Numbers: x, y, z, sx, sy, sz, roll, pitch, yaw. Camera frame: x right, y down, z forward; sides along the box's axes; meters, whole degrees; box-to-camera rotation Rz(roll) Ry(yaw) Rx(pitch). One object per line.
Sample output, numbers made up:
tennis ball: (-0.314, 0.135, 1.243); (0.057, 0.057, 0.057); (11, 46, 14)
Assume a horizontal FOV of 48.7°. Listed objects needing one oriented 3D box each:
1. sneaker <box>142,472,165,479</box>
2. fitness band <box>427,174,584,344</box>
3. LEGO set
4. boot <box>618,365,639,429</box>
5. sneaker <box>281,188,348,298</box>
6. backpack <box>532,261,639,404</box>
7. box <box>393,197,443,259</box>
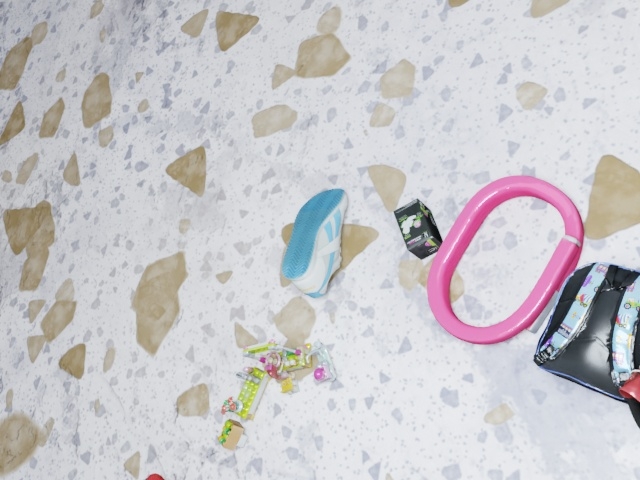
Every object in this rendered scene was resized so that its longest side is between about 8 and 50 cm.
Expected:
sneaker: (-0.219, 0.506, 1.305); (0.279, 0.107, 0.118); (27, 70, 35)
fitness band: (0.293, 0.032, 1.142); (0.209, 0.054, 0.291); (31, 91, 38)
LEGO set: (-0.115, 0.263, 1.300); (0.287, 0.107, 0.132); (-38, 55, 17)
boot: (0.446, 0.120, 0.877); (0.088, 0.176, 0.245); (-173, 76, -71)
sneaker: (0.000, 0.000, 1.339); (0.087, 0.092, 0.229); (-2, 52, 36)
backpack: (0.402, 0.125, 0.990); (0.158, 0.117, 0.173); (18, 84, 38)
box: (0.173, -0.019, 1.236); (0.052, 0.062, 0.083); (-29, 58, 21)
